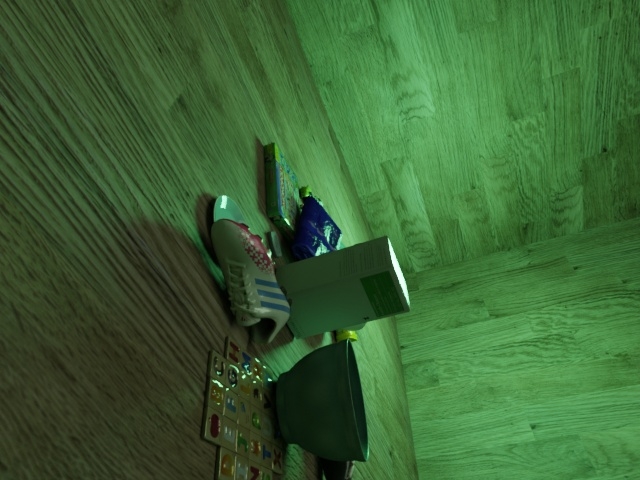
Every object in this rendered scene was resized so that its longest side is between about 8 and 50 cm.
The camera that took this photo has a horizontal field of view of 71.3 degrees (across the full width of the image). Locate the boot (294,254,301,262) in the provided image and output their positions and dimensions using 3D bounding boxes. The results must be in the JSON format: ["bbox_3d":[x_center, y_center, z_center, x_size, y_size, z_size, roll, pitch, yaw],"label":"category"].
[{"bbox_3d":[-0.009,0.078,1.738,0.280,0.096,0.263,-73,153,-59],"label":"boot"}]

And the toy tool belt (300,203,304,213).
[{"bbox_3d":[-0.060,-0.127,1.840,0.051,0.052,0.083,65,14,-1],"label":"toy tool belt"}]

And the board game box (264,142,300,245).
[{"bbox_3d":[-0.133,-0.166,1.605,0.213,0.046,0.317,56,23,-54],"label":"board game box"}]

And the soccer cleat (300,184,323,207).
[{"bbox_3d":[-0.041,-0.173,1.973,0.179,0.060,0.072,45,41,-52],"label":"soccer cleat"}]

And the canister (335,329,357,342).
[{"bbox_3d":[0.096,0.343,1.892,0.126,0.074,0.169,44,31,-64],"label":"canister"}]

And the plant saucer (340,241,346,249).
[{"bbox_3d":[0.089,0.043,2.125,0.195,0.037,0.195,43,22,-22],"label":"plant saucer"}]

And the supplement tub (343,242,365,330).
[{"bbox_3d":[0.149,0.183,1.796,0.316,0.229,0.228,-55,132,-42],"label":"supplement tub"}]

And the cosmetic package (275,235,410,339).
[{"bbox_3d":[0.061,0.145,1.344,0.155,0.366,0.196,-89,156,-54],"label":"cosmetic package"}]

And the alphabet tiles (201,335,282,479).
[{"bbox_3d":[-0.155,0.383,0.969,0.342,0.011,0.284,59,20,-47],"label":"alphabet tiles"}]

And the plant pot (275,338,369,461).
[{"bbox_3d":[0.001,0.412,1.134,0.293,0.197,0.292,-11,90,-83],"label":"plant pot"}]

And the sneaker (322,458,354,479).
[{"bbox_3d":[0.016,0.565,1.314,0.162,0.107,0.281,49,23,-30],"label":"sneaker"}]

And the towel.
[{"bbox_3d":[0.000,0.000,1.615,0.227,0.076,0.308,56,26,-30],"label":"towel"}]

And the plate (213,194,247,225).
[{"bbox_3d":[-0.225,-0.021,1.116,0.188,0.024,0.188,-17,90,-76],"label":"plate"}]

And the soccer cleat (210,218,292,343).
[{"bbox_3d":[-0.163,0.105,1.015,0.143,0.116,0.331,-61,138,-40],"label":"soccer cleat"}]

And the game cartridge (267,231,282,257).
[{"bbox_3d":[-0.146,0.013,1.416,0.056,0.017,0.083,4,71,-79],"label":"game cartridge"}]
